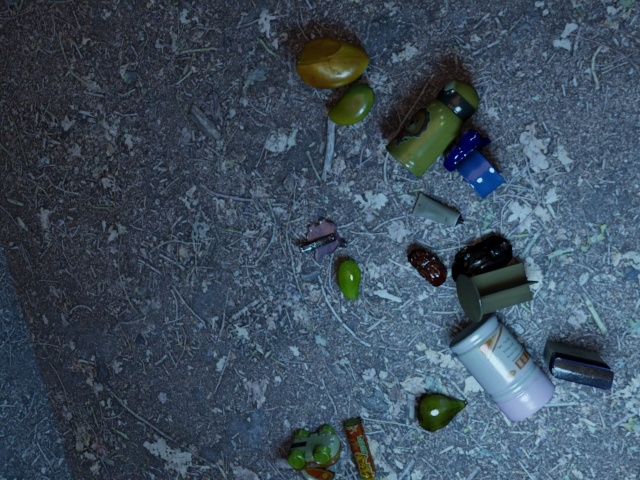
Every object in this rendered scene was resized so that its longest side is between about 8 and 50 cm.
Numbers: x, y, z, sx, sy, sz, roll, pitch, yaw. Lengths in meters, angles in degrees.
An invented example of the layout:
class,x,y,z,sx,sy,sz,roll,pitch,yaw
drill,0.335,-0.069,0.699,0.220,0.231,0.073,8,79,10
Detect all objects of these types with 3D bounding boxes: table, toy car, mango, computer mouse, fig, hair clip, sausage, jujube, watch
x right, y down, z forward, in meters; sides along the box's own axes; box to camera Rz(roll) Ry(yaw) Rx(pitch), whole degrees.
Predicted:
class,x,y,z,sx,sy,sz,roll,pitch,yaw
table,0.604,0.167,1.641,0.227,0.167,0.166,-15,89,-8
toy car,-0.006,0.894,1.971,0.235,0.145,0.234,5,114,10
mango,0.114,0.154,1.890,0.091,0.074,0.164,-10,91,18
computer mouse,0.572,0.077,1.722,0.242,0.077,0.146,-39,83,18
fig,0.446,0.630,1.807,0.127,0.185,0.132,-1,101,58
mango,0.054,-0.662,1.822,0.257,0.138,0.187,13,80,15
mango,0.125,-0.509,1.837,0.122,0.085,0.191,45,116,1
hair clip,0.002,0.000,1.937,0.187,0.056,0.146,-27,84,10
sausage,0.166,0.844,1.926,0.083,0.083,0.263,-18,89,20
jujube,0.396,0.093,1.772,0.166,0.104,0.104,46,107,11
watch,0.534,-0.251,1.653,0.171,0.196,0.200,-42,73,27

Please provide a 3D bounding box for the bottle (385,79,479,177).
class,x,y,z,sx,sy,sz,roll,pitch,yaw
bottle,0.403,-0.405,1.701,0.171,0.171,0.351,43,104,12

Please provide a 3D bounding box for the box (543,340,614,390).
class,x,y,z,sx,sy,sz,roll,pitch,yaw
box,0.823,0.398,1.558,0.168,0.259,0.071,11,95,19

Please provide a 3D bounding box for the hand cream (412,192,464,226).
class,x,y,z,sx,sy,sz,roll,pitch,yaw
hand cream,0.435,-0.101,1.773,0.186,0.054,0.087,25,107,23

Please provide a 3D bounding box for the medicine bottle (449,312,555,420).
class,x,y,z,sx,sy,sz,roll,pitch,yaw
medicine bottle,0.620,0.430,1.663,0.202,0.202,0.315,-42,81,17
